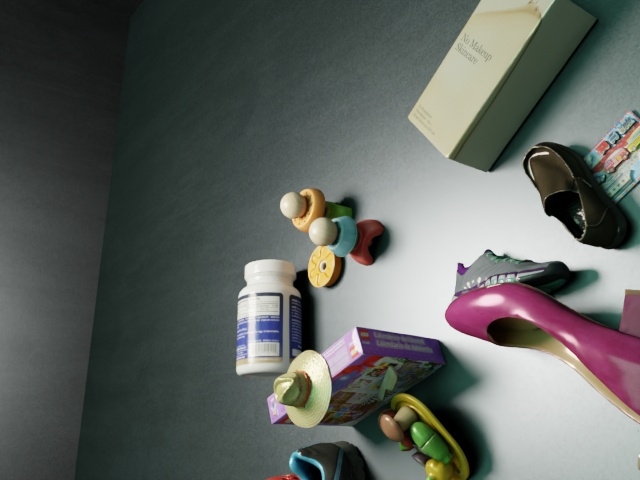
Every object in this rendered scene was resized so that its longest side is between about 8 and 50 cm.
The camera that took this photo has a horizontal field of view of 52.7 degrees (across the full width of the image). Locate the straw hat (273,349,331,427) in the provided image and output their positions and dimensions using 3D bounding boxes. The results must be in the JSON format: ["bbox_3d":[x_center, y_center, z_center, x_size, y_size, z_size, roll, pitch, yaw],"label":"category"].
[{"bbox_3d":[-0.048,0.262,1.137,0.144,0.061,0.144,-21,63,50],"label":"straw hat"}]

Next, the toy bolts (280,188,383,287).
[{"bbox_3d":[0.000,0.000,1.418,0.228,0.158,0.218,18,94,55],"label":"toy bolts"}]

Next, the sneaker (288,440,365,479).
[{"bbox_3d":[0.047,0.527,1.200,0.125,0.139,0.341,-60,40,20],"label":"sneaker"}]

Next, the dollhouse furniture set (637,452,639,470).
[{"bbox_3d":[0.445,0.284,0.720,0.151,0.123,0.144,14,100,52],"label":"dollhouse furniture set"}]

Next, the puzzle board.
[{"bbox_3d":[0.443,-0.118,0.967,0.128,0.011,0.096,-54,41,30],"label":"puzzle board"}]

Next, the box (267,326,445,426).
[{"bbox_3d":[0.062,0.265,1.211,0.293,0.201,0.057,-45,46,37],"label":"box"}]

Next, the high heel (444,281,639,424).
[{"bbox_3d":[0.317,0.161,0.920,0.377,0.127,0.181,-9,50,50],"label":"high heel"}]

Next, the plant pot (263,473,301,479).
[{"bbox_3d":[-0.094,0.590,1.351,0.191,0.174,0.191,-21,62,47],"label":"plant pot"}]

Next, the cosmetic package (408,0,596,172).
[{"bbox_3d":[0.305,-0.294,1.130,0.309,0.113,0.160,-60,38,24],"label":"cosmetic package"}]

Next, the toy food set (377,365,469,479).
[{"bbox_3d":[0.151,0.337,1.101,0.218,0.071,0.128,49,149,19],"label":"toy food set"}]

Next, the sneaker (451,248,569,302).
[{"bbox_3d":[0.299,0.047,1.058,0.223,0.083,0.098,-26,54,49],"label":"sneaker"}]

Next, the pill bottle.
[{"bbox_3d":[-0.120,0.188,1.531,0.153,0.153,0.265,-24,60,49],"label":"pill bottle"}]

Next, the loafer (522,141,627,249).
[{"bbox_3d":[0.371,-0.076,0.981,0.220,0.078,0.080,-117,35,-42],"label":"loafer"}]
